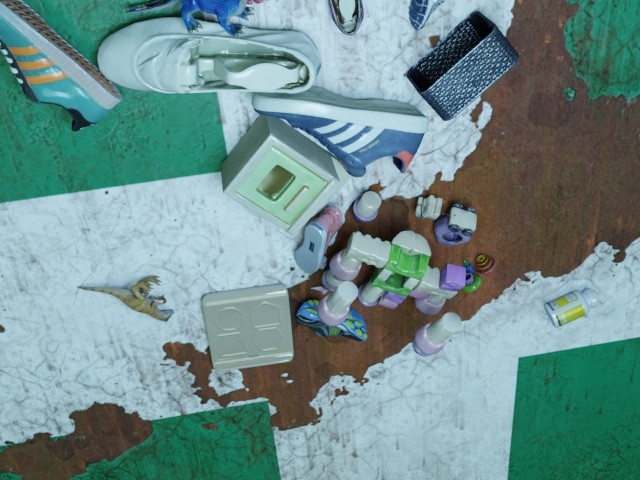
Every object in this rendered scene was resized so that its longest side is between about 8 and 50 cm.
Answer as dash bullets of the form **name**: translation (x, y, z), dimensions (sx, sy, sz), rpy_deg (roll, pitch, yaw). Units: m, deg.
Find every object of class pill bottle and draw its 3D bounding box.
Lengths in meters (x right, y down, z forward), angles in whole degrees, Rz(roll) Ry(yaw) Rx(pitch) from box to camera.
- **pill bottle**: translation (0.612, 0.162, 1.792), dimensions (0.116, 0.065, 0.065), rpy_deg (-26, 123, 7)

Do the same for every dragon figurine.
- **dragon figurine**: translation (-0.195, -0.417, 1.207), dimensions (0.289, 0.085, 0.144), rpy_deg (14, 151, 16)

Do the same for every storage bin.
- **storage bin**: translation (0.264, -0.326, 1.380), dimensions (0.180, 0.122, 0.084), rpy_deg (-42, 120, 16)

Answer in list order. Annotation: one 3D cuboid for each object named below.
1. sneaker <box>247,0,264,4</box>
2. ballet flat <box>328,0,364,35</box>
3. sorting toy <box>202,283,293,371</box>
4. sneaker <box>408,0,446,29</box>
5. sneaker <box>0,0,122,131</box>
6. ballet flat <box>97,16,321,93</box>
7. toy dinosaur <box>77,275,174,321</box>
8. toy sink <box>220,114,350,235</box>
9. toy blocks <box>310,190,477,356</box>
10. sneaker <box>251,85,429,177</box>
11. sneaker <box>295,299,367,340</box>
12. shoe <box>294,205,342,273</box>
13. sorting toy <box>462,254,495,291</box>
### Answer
- **sneaker**: translation (-0.064, -0.518, 1.213), dimensions (0.121, 0.112, 0.299), rpy_deg (33, 124, -21)
- **ballet flat**: translation (0.034, -0.461, 1.277), dimensions (0.077, 0.079, 0.221), rpy_deg (-16, 123, 1)
- **sorting toy**: translation (-0.164, 0.198, 1.692), dimensions (0.193, 0.038, 0.208), rpy_deg (-7, 119, -6)
- **sneaker**: translation (0.209, -0.442, 1.338), dimensions (0.058, 0.052, 0.135), rpy_deg (-3, 136, -30)
- **sneaker**: translation (-0.492, -0.305, 1.261), dimensions (0.121, 0.108, 0.302), rpy_deg (-40, 122, 10)
- **ballet flat**: translation (-0.192, -0.313, 1.299), dimensions (0.401, 0.139, 0.139), rpy_deg (-1, 122, -9)
- **toy dinosaur**: translation (-0.402, 0.122, 1.579), dimensions (0.212, 0.064, 0.112), rpy_deg (29, 114, -25)
- **toy sink**: translation (-0.057, -0.115, 1.450), dimensions (0.234, 0.131, 0.153), rpy_deg (32, 112, -27)
- **toy blocks**: translation (0.150, 0.080, 1.595), dimensions (0.289, 0.308, 0.260), rpy_deg (17, 151, -7)
- **sneaker**: translation (0.033, -0.201, 1.412), dimensions (0.350, 0.131, 0.148), rpy_deg (8, 116, -15)
- **sneaker**: translation (0.027, 0.191, 1.712), dimensions (0.188, 0.067, 0.078), rpy_deg (20, 138, -24)
- **shoe**: translation (0.000, 0.000, 1.574), dimensions (0.063, 0.081, 0.178), rpy_deg (37, 147, 13)
- **sorting toy**: translation (0.352, 0.067, 1.687), dimensions (0.102, 0.061, 0.042), rpy_deg (-44, 122, -9)
